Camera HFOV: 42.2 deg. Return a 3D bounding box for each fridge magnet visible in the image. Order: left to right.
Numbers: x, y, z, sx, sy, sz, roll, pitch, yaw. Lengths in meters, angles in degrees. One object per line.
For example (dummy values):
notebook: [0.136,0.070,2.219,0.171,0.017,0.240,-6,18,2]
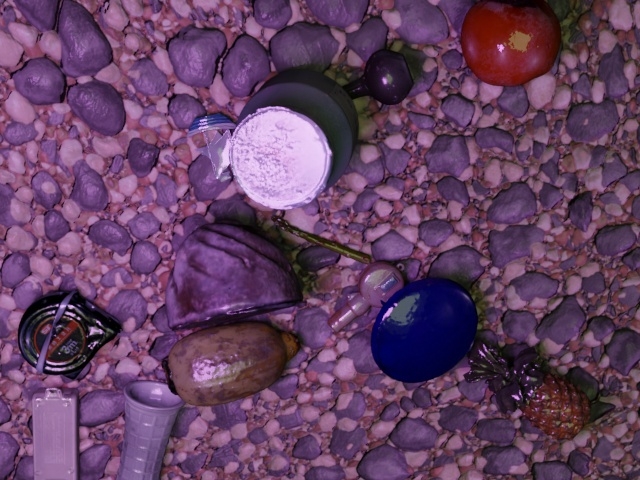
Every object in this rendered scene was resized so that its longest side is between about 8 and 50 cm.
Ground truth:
fridge magnet: [0.232,0.202,1.872,0.265,0.113,0.266,-8,115,-18]

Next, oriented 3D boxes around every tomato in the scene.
tomato: [0.397,-0.428,1.732,0.208,0.208,0.184,-15,118,-4]

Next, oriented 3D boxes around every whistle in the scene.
whistle: [0.107,0.128,1.887,0.220,0.057,0.107,-40,109,5]

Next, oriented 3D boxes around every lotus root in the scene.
lotus root: [-0.193,0.262,1.834,0.309,0.173,0.173,-15,103,-12]

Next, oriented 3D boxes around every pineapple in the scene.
pineapple: [0.484,0.340,1.947,0.310,0.141,0.170,31,101,-5]

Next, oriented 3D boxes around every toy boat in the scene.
toy boat: [-0.217,-0.208,1.787,0.105,0.034,0.149,-33,103,2]

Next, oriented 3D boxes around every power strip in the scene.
power strip: [-0.597,0.484,1.870,0.098,0.058,0.338,2,101,-8]

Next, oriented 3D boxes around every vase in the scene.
vase: [-0.397,0.478,1.860,0.143,0.143,0.299,12,103,-10]
vase: [0.103,-0.333,1.769,0.182,0.120,0.120,-20,104,11]

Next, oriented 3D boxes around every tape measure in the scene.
tape measure: [-0.557,0.199,1.792,0.182,0.107,0.181,-44,106,3]

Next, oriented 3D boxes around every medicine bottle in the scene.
medicine bottle: [-0.056,-0.199,1.649,0.245,0.290,0.245,3,111,9]

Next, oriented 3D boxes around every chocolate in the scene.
chocolate: [-0.189,0.064,1.740,0.303,0.303,0.213,-12,84,-5]

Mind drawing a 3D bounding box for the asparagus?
asparagus: [0.000,0.000,1.864,0.248,0.024,0.025,23,55,-11]
